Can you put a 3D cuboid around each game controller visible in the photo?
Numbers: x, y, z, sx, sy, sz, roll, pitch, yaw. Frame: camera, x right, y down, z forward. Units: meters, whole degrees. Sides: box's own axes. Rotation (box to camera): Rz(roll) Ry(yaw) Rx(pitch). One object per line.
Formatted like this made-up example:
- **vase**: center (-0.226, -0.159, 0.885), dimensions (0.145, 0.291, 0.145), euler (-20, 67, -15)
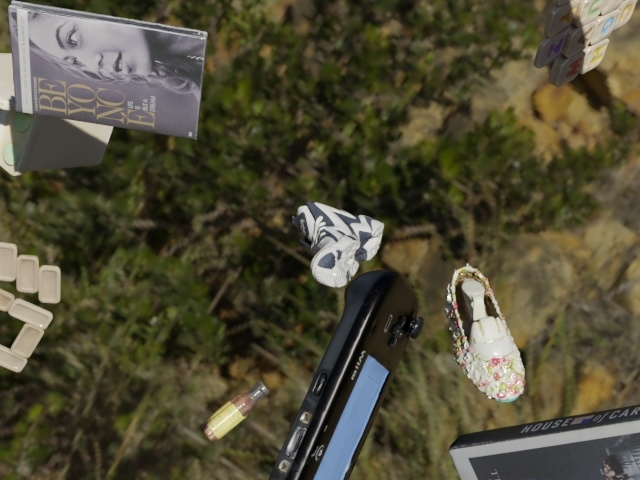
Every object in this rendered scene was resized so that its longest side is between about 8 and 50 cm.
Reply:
- **game controller**: center (0.002, 0.176, 1.024), dimensions (0.067, 0.319, 0.166), euler (23, -8, 9)

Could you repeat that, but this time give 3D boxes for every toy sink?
- **toy sink**: center (-0.447, -0.190, 1.860), dimensions (0.153, 0.131, 0.234), euler (35, 25, 26)

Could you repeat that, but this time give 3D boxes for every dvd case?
- **dvd case**: center (0.210, 0.191, 0.785), dimensions (0.030, 0.239, 0.179), euler (-30, 98, -46)
- **dvd case**: center (-0.247, -0.194, 1.433), dimensions (0.221, 0.164, 0.018), euler (9, 50, -3)

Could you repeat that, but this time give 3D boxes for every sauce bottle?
- **sauce bottle**: center (-0.143, 0.288, 2.081), dimensions (0.042, 0.128, 0.042), euler (51, -8, 10)

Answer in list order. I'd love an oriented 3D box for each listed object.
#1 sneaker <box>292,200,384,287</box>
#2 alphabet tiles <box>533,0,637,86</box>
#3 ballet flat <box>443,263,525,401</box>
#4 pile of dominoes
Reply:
- **sneaker**: center (0.000, 0.000, 2.188), dimensions (0.153, 0.094, 0.235), euler (20, 32, 20)
- **alphabet tiles**: center (0.444, -0.379, 1.958), dimensions (0.021, 0.284, 0.278), euler (37, 45, 27)
- **ballet flat**: center (0.218, 0.120, 1.699), dimensions (0.091, 0.077, 0.241), euler (-9, 36, -8)
- **pile of dominoes**: center (-0.484, 0.057, 1.696), dimensions (0.251, 0.196, 0.040), euler (27, 27, -19)
